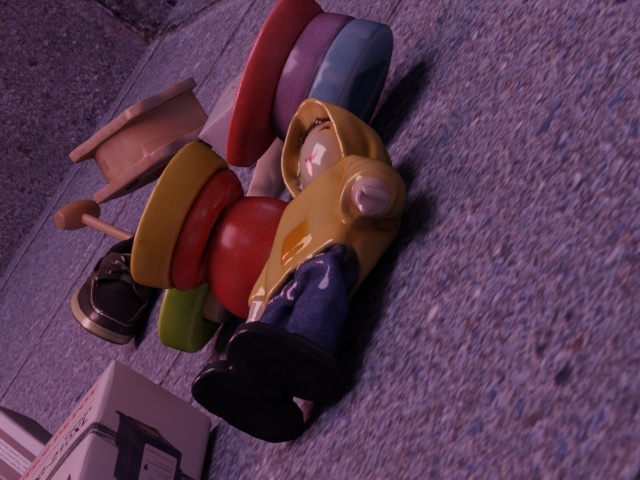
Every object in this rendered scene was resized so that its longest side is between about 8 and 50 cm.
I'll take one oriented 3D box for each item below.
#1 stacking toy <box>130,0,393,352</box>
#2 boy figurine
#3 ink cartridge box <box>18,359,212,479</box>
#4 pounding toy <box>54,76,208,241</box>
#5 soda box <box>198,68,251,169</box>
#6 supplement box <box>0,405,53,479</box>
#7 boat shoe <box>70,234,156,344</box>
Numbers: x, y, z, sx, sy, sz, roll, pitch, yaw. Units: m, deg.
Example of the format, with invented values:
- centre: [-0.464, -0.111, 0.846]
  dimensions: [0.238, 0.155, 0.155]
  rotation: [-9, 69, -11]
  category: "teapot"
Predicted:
- centre: [-0.025, -0.030, 1.498]
  dimensions: [0.309, 0.130, 0.279]
  rotation: [-60, -13, -28]
  category: "stacking toy"
- centre: [0.000, 0.000, 1.254]
  dimensions: [0.177, 0.092, 0.285]
  rotation: [-48, 18, 44]
  category: "boy figurine"
- centre: [-0.175, 0.226, 1.319]
  dimensions: [0.172, 0.100, 0.237]
  rotation: [-51, 14, 23]
  category: "ink cartridge box"
- centre: [-0.220, -0.088, 2.331]
  dimensions: [0.269, 0.155, 0.154]
  rotation: [-31, -2, 43]
  category: "pounding toy"
- centre: [-0.047, -0.149, 1.832]
  dimensions: [0.074, 0.069, 0.216]
  rotation: [-63, 14, -25]
  category: "soda box"
- centre: [-0.290, 0.278, 1.541]
  dimensions: [0.239, 0.130, 0.073]
  rotation: [-57, -32, -2]
  category: "supplement box"
- centre: [-0.221, 0.046, 1.979]
  dimensions: [0.073, 0.080, 0.223]
  rotation: [-59, 7, 15]
  category: "boat shoe"
